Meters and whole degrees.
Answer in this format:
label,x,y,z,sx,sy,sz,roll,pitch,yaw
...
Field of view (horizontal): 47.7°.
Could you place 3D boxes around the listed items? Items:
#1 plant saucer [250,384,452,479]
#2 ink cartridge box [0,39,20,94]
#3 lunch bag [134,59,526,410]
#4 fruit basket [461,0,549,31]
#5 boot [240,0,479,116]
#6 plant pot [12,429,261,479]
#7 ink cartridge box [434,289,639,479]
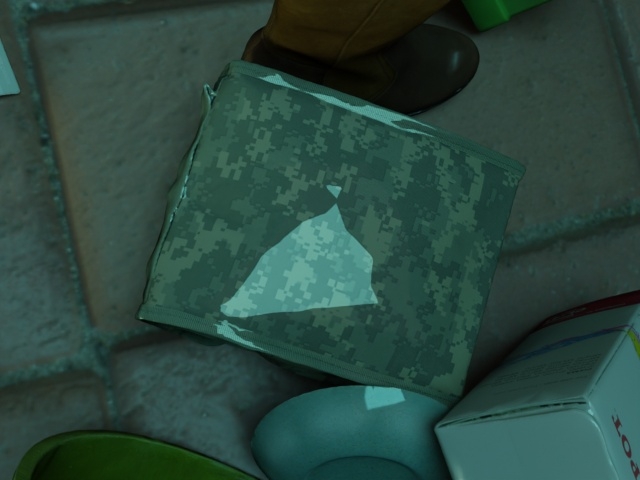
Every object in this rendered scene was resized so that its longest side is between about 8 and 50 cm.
label,x,y,z,sx,sy,sz,roll,pitch,yaw
plant saucer,0.036,0.196,0.619,0.195,0.195,0.037,16,42,-13
ink cartridge box,-0.383,-0.173,0.639,0.179,0.045,0.145,-20,87,-35
lunch bag,0.000,0.000,0.643,0.287,0.169,0.235,21,78,-16
fruit basket,0.128,-0.432,0.733,0.392,0.283,0.392,-8,73,26
boot,0.069,-0.193,0.629,0.264,0.280,0.096,0,82,-15
plant pot,-0.118,0.379,0.485,0.366,0.366,0.353,29,87,-9
ink cartridge box,0.246,0.192,0.624,0.306,0.131,0.226,-18,87,-53
